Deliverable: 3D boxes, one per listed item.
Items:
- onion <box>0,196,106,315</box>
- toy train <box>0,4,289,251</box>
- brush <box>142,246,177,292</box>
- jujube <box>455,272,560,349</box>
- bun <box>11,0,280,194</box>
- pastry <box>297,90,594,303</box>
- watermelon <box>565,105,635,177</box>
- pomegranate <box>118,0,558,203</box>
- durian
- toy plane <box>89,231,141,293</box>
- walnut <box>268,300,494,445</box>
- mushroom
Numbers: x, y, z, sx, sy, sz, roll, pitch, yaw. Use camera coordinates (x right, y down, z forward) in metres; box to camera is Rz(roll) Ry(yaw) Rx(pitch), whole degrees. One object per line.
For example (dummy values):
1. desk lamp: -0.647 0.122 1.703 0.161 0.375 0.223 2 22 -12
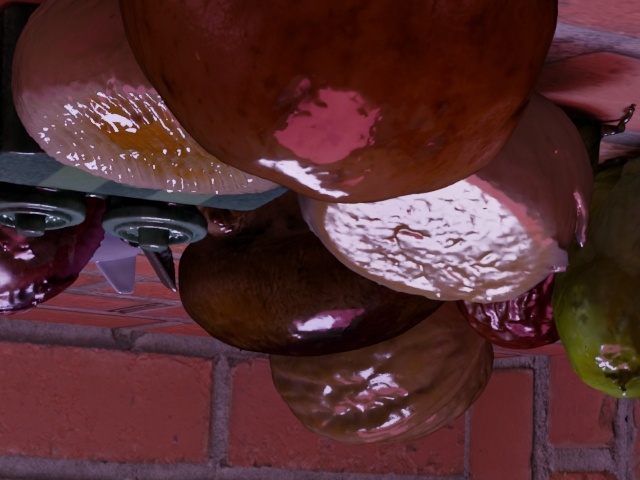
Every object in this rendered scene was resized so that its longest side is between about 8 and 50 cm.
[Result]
1. onion: -0.293 -0.037 1.807 0.230 0.230 0.163 7 180 -32
2. toy train: -0.167 -0.090 1.655 0.299 0.167 0.238 5 166 -26
3. brush: -0.203 -0.025 2.187 0.027 0.190 0.034 -36 -155 -12
4. jujube: 0.241 0.022 2.289 0.190 0.190 0.255 1 152 9
5. bun: -0.099 -0.124 1.434 0.244 0.153 0.244 14 164 4
6. pastry: 0.107 -0.047 1.731 0.265 0.133 0.265 7 142 6
7. watermelon: 0.175 -0.057 1.908 0.232 0.127 0.204 -3 168 -4
8. pomegranate: 0.007 -0.132 1.053 0.248 0.248 0.248 2 172 0
9. durian: 0.341 0.031 2.071 0.204 0.340 0.256 20 152 16
10. toy plane: -0.345 -0.009 2.391 0.267 0.123 0.267 5 170 1
11. walnut: 0.094 0.160 2.894 0.333 0.333 0.333 2 172 0
12. mushroom: 0.004 0.024 2.232 0.345 0.239 0.345 12 -161 -4
